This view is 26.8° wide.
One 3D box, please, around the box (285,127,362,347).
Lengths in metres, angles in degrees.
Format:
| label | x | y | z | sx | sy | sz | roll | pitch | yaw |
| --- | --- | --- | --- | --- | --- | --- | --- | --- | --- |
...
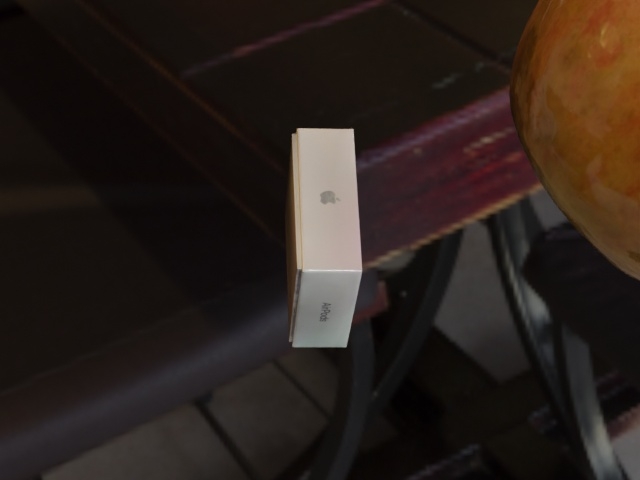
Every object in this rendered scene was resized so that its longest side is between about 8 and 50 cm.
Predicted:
| label | x | y | z | sx | sy | sz | roll | pitch | yaw |
| --- | --- | --- | --- | --- | --- | --- | --- | --- | --- |
| box | 0.000 | 0.000 | 1.075 | 0.051 | 0.130 | 0.129 | -1 | 60 | -4 |

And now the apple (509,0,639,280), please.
| label | x | y | z | sx | sy | sz | roll | pitch | yaw |
| --- | --- | --- | --- | --- | --- | --- | --- | --- | --- |
| apple | 0.336 | -0.123 | 1.125 | 0.363 | 0.364 | 0.364 | -6 | 35 | 4 |
